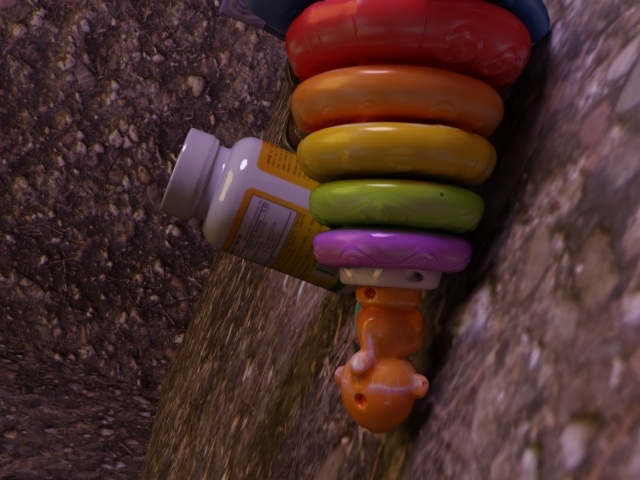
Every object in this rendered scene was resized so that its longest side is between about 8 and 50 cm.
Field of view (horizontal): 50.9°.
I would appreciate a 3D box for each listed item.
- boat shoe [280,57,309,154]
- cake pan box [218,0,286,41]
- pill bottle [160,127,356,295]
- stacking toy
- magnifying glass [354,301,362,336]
[{"bbox_3d":[0.006,-0.264,1.133,0.104,0.110,0.307,131,148,-49],"label":"boat shoe"},{"bbox_3d":[-0.013,-0.370,1.025,0.267,0.245,0.070,-87,17,-52],"label":"cake pan box"},{"bbox_3d":[-0.045,-0.032,0.670,0.117,0.208,0.118,-159,90,-78],"label":"pill bottle"},{"bbox_3d":[0.049,-0.026,0.445,0.175,0.165,0.302,0,85,32],"label":"stacking toy"},{"bbox_3d":[0.074,-0.023,0.573,0.092,0.026,0.231,150,141,-72],"label":"magnifying glass"}]
